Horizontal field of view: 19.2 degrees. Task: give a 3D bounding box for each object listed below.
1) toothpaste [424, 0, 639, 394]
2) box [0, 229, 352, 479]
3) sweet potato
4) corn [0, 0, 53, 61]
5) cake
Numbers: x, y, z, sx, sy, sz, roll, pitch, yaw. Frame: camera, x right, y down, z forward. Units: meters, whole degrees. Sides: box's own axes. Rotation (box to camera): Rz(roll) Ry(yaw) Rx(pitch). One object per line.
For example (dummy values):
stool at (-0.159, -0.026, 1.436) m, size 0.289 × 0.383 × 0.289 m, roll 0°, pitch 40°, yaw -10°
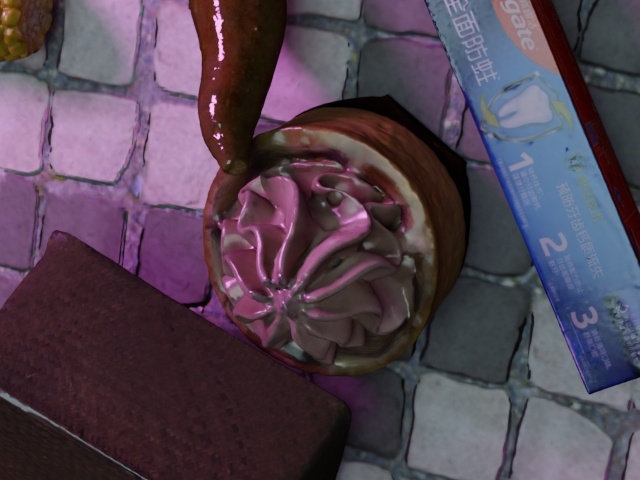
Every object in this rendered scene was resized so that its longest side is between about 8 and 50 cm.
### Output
toothpaste at (0.171, -0.052, 1.360) m, size 0.076 × 0.066 × 0.320 m, roll -21°, pitch 94°, yaw 22°
box at (-0.132, 0.145, 1.427) m, size 0.273 × 0.143 × 0.184 m, roll 31°, pitch 151°, yaw 9°
sweet potato at (-0.062, -0.158, 1.385) m, size 0.077 × 0.077 × 0.243 m, roll -10°, pitch 74°, yaw 21°
corn at (-0.358, -0.207, 1.492) m, size 0.305 × 0.106 × 0.106 m, roll 14°, pitch 106°, yaw 11°
cake at (0.000, 0.000, 1.373) m, size 0.185 × 0.178 × 0.207 m, roll 13°, pitch 103°, yaw 17°
